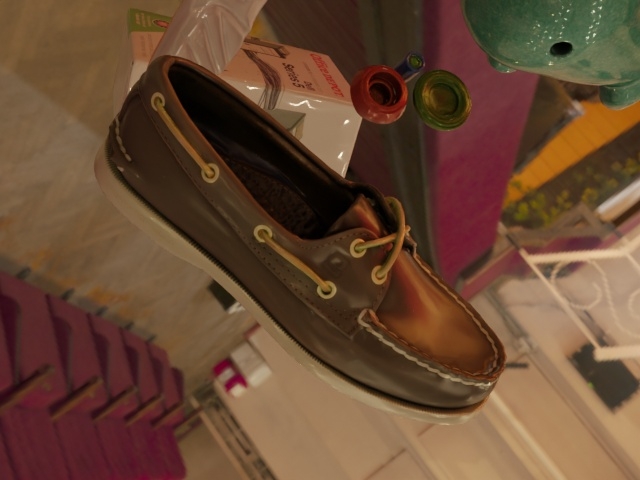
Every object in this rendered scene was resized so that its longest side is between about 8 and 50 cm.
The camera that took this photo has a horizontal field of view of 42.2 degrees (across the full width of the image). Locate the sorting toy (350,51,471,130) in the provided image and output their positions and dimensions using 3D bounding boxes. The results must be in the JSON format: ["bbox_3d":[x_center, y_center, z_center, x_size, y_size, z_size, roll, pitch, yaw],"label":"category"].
[{"bbox_3d":[0.068,-0.116,0.670,0.102,0.061,0.042,7,167,-19],"label":"sorting toy"}]

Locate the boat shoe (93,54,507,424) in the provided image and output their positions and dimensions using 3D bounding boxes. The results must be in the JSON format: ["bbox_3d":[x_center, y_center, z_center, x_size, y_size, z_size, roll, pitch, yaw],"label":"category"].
[{"bbox_3d":[-0.002,0.002,0.524,0.091,0.305,0.109,-53,-179,38],"label":"boat shoe"}]

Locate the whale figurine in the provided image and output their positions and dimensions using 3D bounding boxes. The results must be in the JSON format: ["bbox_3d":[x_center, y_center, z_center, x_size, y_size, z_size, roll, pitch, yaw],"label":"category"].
[{"bbox_3d":[0.247,-0.195,0.762,0.216,0.141,0.272,-23,136,39],"label":"whale figurine"}]

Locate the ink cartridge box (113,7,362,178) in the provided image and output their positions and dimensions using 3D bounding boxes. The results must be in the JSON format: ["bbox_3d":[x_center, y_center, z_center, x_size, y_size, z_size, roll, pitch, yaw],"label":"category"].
[{"bbox_3d":[-0.106,-0.174,1.011,0.273,0.198,0.114,8,118,-20],"label":"ink cartridge box"}]

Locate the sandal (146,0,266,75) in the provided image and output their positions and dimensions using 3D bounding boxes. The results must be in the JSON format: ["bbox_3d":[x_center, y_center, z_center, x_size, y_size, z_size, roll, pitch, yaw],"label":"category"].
[{"bbox_3d":[-0.067,-0.220,0.606,0.265,0.076,0.102,-49,165,19],"label":"sandal"}]
